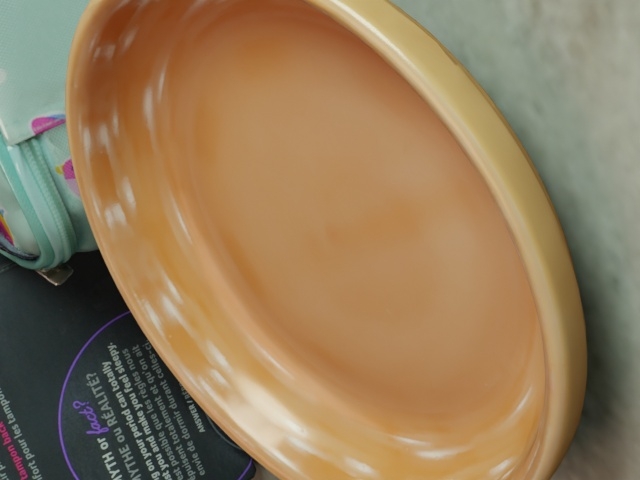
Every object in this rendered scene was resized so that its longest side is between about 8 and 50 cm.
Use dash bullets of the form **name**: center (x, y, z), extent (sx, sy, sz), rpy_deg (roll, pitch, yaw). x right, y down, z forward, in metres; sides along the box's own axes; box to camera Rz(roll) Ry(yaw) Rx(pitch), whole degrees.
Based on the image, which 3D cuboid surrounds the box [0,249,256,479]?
- **box**: center (-0.198, 0.103, 0.710), extent (0.143, 0.270, 0.165), rpy_deg (7, 120, 64)

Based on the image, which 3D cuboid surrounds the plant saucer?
- **plant saucer**: center (0.000, 0.000, 0.418), extent (0.200, 0.037, 0.200), rpy_deg (29, 136, 31)

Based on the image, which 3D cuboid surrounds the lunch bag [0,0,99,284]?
- **lunch bag**: center (-0.143, -0.119, 0.559), extent (0.224, 0.107, 0.279), rpy_deg (7, 121, 64)
